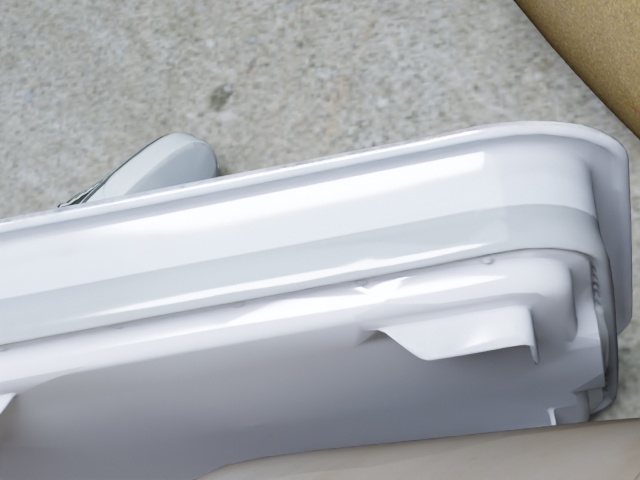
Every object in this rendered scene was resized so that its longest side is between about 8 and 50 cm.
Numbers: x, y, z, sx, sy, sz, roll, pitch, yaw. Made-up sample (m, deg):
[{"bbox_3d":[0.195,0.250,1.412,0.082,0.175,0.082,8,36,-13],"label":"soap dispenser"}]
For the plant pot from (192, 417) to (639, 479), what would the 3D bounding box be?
[{"bbox_3d":[0.067,0.194,0.515,0.280,0.323,0.323,5,56,40],"label":"plant pot"}]

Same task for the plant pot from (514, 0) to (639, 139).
[{"bbox_3d":[0.227,-0.112,0.725,0.237,0.237,0.254,-24,69,-1],"label":"plant pot"}]

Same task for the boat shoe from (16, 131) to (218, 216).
[{"bbox_3d":[-0.148,0.016,0.812,0.070,0.078,0.219,33,72,31],"label":"boat shoe"}]

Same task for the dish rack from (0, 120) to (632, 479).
[{"bbox_3d":[-0.029,0.060,0.630,0.332,0.285,0.072,-11,67,8],"label":"dish rack"}]
